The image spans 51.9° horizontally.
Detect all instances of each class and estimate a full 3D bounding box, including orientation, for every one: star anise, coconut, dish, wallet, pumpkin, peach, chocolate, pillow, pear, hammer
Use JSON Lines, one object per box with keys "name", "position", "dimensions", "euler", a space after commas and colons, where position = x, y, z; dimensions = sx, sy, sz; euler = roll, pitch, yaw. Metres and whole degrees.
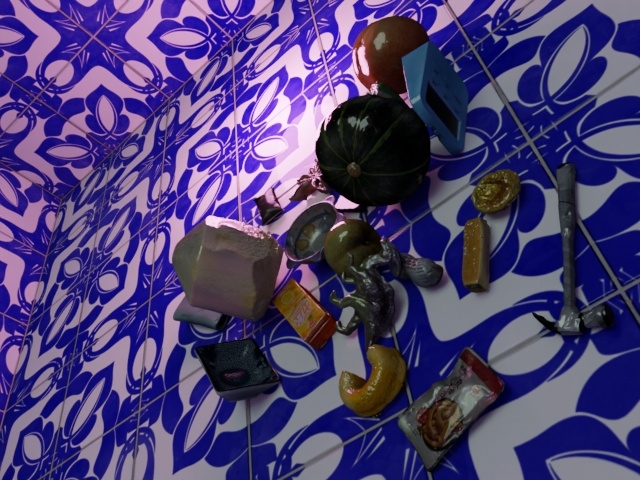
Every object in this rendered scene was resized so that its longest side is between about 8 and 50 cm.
{"name": "star anise", "position": [-0.003, -0.203, 2.134], "dimensions": [0.207, 0.063, 0.172], "euler": [-12, 47, 47]}
{"name": "coconut", "position": [-0.281, 0.075, 1.937], "dimensions": [0.297, 0.309, 0.298], "euler": [-163, 90, -82]}
{"name": "dish", "position": [0.000, 0.000, 1.927], "dimensions": [0.236, 0.086, 0.228], "euler": [-45, 37, 10]}
{"name": "wallet", "position": [-0.353, 0.163, 2.219], "dimensions": [0.251, 0.054, 0.291], "euler": [4, 58, 46]}
{"name": "pumpkin", "position": [0.142, -0.241, 1.778], "dimensions": [0.323, 0.323, 0.241], "euler": [-6, 34, 46]}
{"name": "peach", "position": [0.221, -0.572, 2.056], "dimensions": [0.252, 0.252, 0.253], "euler": [-29, 41, 29]}
{"name": "chocolate", "position": [0.233, 0.072, 1.610], "dimensions": [0.167, 0.072, 0.072], "euler": [19, 75, 53]}
{"name": "pillow", "position": [-0.180, -0.118, 2.268], "dimensions": [0.090, 0.048, 0.150], "euler": [-49, 38, 19]}
{"name": "pear", "position": [0.090, 0.024, 1.738], "dimensions": [0.136, 0.167, 0.167], "euler": [-29, 40, 41]}
{"name": "dish", "position": [-0.238, 0.375, 1.848], "dimensions": [0.243, 0.181, 0.080], "euler": [-140, 50, -56]}
{"name": "hammer", "position": [0.525, 0.003, 1.369], "dimensions": [0.152, 0.044, 0.427], "euler": [-17, 47, 41]}

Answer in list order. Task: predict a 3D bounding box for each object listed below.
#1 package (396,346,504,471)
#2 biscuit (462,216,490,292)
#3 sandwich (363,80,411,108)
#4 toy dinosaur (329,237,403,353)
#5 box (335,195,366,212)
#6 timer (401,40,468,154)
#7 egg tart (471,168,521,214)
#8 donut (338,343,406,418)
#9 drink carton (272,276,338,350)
{"name": "package", "position": [0.268, 0.346, 1.367], "dimensions": [0.239, 0.030, 0.154], "euler": [-48, 33, 7]}
{"name": "biscuit", "position": [0.362, 0.033, 1.512], "dimensions": [0.052, 0.056, 0.188], "euler": [-17, 47, 37]}
{"name": "sandwich", "position": [0.193, -0.354, 1.935], "dimensions": [0.109, 0.184, 0.160], "euler": [-20, 42, 48]}
{"name": "toy dinosaur", "position": [0.111, 0.136, 1.627], "dimensions": [0.162, 0.077, 0.295], "euler": [12, 102, 29]}
{"name": "box", "position": [0.109, -0.138, 1.979], "dimensions": [0.126, 0.027, 0.125], "euler": [4, 60, 52]}
{"name": "timer", "position": [0.321, -0.380, 1.770], "dimensions": [0.091, 0.232, 0.250], "euler": [-25, 44, 29]}
{"name": "egg tart", "position": [0.425, -0.114, 1.571], "dimensions": [0.130, 0.052, 0.131], "euler": [-31, 41, 31]}
{"name": "donut", "position": [0.115, 0.327, 1.521], "dimensions": [0.181, 0.078, 0.146], "euler": [-39, 34, 20]}
{"name": "drink carton", "position": [-0.042, 0.200, 1.813], "dimensions": [0.096, 0.071, 0.223], "euler": [-50, 35, 1]}
